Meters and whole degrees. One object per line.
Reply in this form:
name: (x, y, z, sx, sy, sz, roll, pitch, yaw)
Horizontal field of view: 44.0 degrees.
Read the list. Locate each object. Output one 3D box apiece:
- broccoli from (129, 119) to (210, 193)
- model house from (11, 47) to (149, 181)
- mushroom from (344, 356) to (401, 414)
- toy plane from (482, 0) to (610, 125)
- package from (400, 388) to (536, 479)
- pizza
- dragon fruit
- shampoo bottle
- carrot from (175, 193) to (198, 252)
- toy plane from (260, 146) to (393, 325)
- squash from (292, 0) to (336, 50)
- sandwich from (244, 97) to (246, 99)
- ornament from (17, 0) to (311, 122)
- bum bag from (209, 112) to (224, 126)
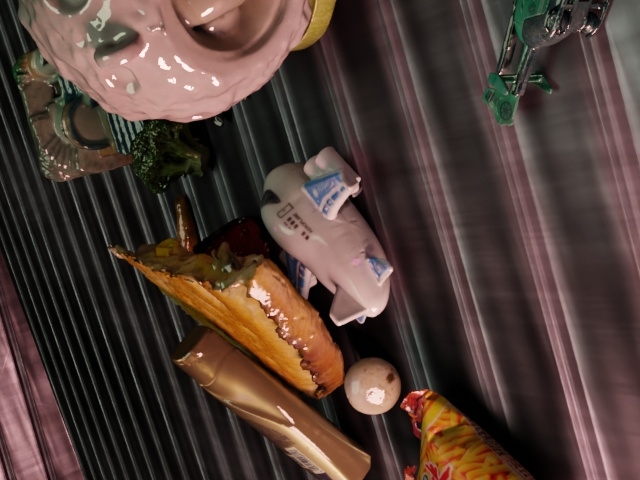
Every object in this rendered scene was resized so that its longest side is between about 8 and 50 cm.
broccoli: (-0.266, -0.158, 1.383, 0.138, 0.145, 0.162, 14, 143, 7)
model house: (-0.414, -0.262, 1.489, 0.325, 0.194, 0.267, 1, 108, 51)
mushroom: (0.076, 0.208, 1.157, 0.079, 0.085, 0.085, -64, -39, -76)
toy plane: (0.206, -0.209, 0.741, 0.096, 0.060, 0.235, 49, 139, 41)
package: (0.206, 0.336, 1.003, 0.288, 0.109, 0.223, 48, 148, 40)
pizza: (-0.091, 0.125, 1.168, 0.392, 0.080, 0.435, 45, 162, -29)
dragon fruit: (-0.119, 0.057, 1.304, 0.092, 0.123, 0.192, -16, 93, 45)
shampoo bottle: (-0.075, 0.260, 1.222, 0.350, 0.084, 0.126, 42, 158, -18)
carrot: (-0.259, 0.004, 1.538, 0.047, 0.047, 0.191, 15, 119, 51)
toy plane: (0.004, -0.002, 1.089, 0.267, 0.123, 0.266, 31, 129, 46)
squash: (-0.069, -0.372, 1.052, 0.252, 0.049, 0.252, 31, 132, 42)
sandwich: (-0.154, -0.316, 1.202, 0.162, 0.058, 0.192, 37, 134, 37)
ornament: (-0.184, -0.307, 0.914, 0.337, 0.337, 0.336, 31, 131, 43)
bum bag: (-0.195, -0.234, 1.323, 0.124, 0.034, 0.057, 37, 144, 40)
